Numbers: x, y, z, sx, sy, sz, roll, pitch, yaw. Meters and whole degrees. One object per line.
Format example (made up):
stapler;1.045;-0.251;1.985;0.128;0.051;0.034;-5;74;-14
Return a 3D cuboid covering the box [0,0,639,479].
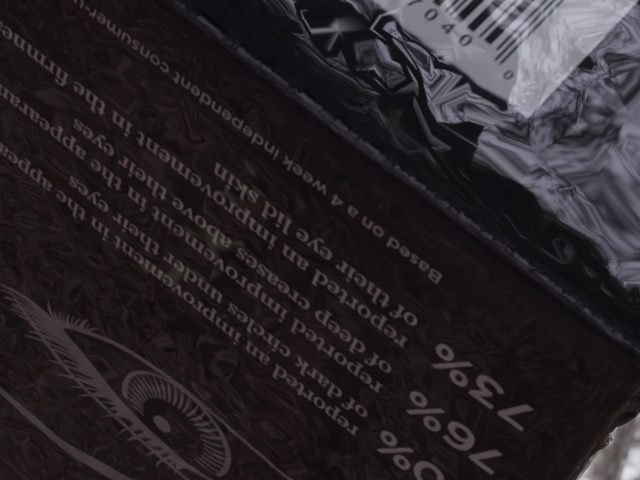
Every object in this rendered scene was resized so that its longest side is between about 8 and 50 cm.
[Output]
box;0.000;0.000;0.430;0.153;0.108;0.207;38;-35;9
